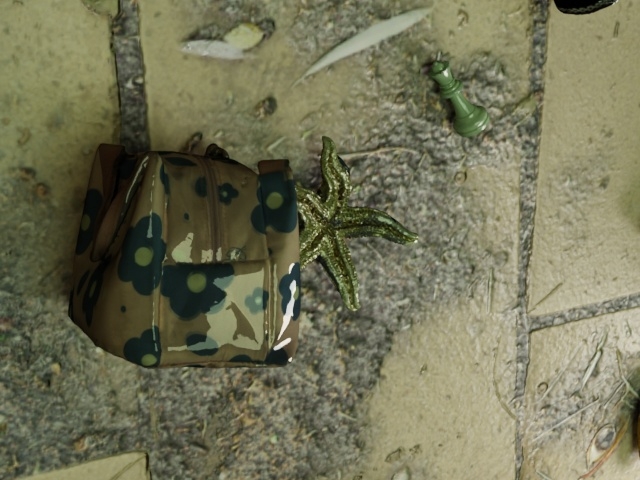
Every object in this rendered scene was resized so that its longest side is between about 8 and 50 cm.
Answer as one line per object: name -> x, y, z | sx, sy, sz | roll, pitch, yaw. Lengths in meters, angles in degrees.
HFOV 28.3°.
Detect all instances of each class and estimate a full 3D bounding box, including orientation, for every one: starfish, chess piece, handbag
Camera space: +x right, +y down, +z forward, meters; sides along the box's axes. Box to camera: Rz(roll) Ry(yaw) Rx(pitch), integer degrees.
starfish -> 0.000, 0.000, 1.370 | 0.176, 0.053, 0.208 | -43, 120, -9
chess piece -> 0.150, -0.161, 1.409 | 0.042, 0.042, 0.093 | -42, 119, -11
handbag -> -0.131, 0.006, 1.186 | 0.190, 0.251, 0.193 | 4, 96, -24

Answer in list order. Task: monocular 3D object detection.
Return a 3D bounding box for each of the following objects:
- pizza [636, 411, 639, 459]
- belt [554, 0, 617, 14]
pizza -> 0.479, 0.248, 1.753 | 0.099, 0.036, 0.160 | -7, 112, -28
belt -> 0.397, -0.382, 1.421 | 0.359, 0.126, 0.094 | -34, 132, -5
